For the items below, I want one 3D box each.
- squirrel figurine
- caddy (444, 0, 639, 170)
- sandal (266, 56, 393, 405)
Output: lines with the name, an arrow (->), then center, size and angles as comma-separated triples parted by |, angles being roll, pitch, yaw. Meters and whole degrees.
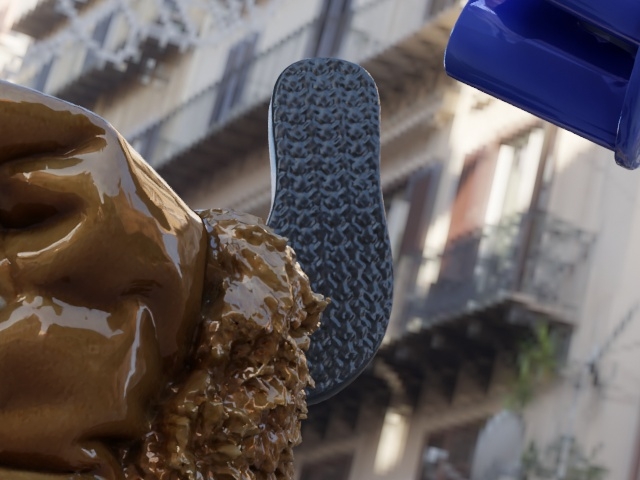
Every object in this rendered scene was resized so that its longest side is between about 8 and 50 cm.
squirrel figurine -> -0.166, 0.141, 1.301 | 0.397, 0.370, 0.281 | 16, -33, -28
caddy -> 0.208, -0.203, 1.102 | 0.179, 0.341, 0.241 | 22, -29, 15
sandal -> 0.003, -0.001, 2.139 | 0.167, 0.446, 0.107 | 8, -31, -1
